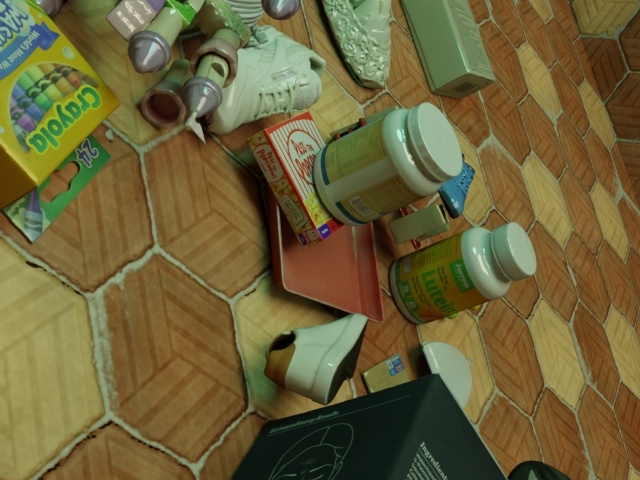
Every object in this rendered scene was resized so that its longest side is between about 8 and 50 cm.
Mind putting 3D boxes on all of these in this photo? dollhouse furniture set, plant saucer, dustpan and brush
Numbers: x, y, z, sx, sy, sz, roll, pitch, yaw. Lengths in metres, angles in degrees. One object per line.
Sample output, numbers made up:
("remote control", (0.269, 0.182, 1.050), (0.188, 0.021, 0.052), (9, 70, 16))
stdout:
("dollhouse furniture set", (0.132, -0.105, 1.610), (0.262, 0.135, 0.259), (-13, 80, -79))
("plant saucer", (0.000, 0.000, 1.452), (0.258, 0.048, 0.259), (23, 51, -45))
("dustpan and brush", (0.252, 0.248, 1.647), (0.211, 0.060, 0.147), (-13, 82, -49))

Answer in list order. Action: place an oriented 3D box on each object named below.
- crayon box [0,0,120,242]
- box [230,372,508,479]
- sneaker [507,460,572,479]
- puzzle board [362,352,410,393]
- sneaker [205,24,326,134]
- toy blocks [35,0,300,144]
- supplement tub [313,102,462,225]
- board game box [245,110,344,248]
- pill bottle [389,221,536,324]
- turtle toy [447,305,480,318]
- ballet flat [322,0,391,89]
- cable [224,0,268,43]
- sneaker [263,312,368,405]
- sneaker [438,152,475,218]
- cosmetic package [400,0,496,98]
("crayon box", (-0.374, -0.184, 1.020), (0.323, 0.083, 0.203), (52, 36, -21))
("box", (0.018, 0.381, 1.019), (0.212, 0.294, 0.395), (57, 35, -14))
("sneaker", (0.293, 0.472, 1.356), (0.483, 0.185, 0.202), (-36, 103, -57))
("puzzle board", (0.120, 0.254, 1.492), (0.128, 0.011, 0.096), (-17, 82, -57))
("sneaker", (-0.081, -0.253, 1.394), (0.152, 0.114, 0.305), (25, 40, 5))
("toy blocks", (-0.200, -0.304, 1.126), (0.288, 0.309, 0.260), (47, 31, -25))
("supplement tub", (0.105, -0.119, 1.363), (0.144, 0.200, 0.144), (33, 45, -41))
("board game box", (-0.024, -0.100, 1.397), (0.193, 0.045, 0.147), (62, 33, -6))
("pill bottle", (0.262, 0.056, 1.596), (0.136, 0.246, 0.136), (32, 46, -40))
("turtle toy", (0.272, 0.103, 1.743), (0.095, 0.066, 0.130), (50, 37, -22))
("ballet flat", (0.065, -0.514, 1.784), (0.147, 0.147, 0.408), (-25, 92, -56))
("cable", (-0.191, -0.437, 1.358), (0.257, 0.089, 0.257), (15, 40, -33))
("sneaker", (-0.005, 0.157, 1.305), (0.290, 0.123, 0.105), (-17, 122, -75))
("sneaker", (0.262, -0.117, 1.687), (0.209, 0.082, 0.069), (-91, 158, -59))
("cosmetic package", (0.304, -0.514, 2.130), (0.160, 0.113, 0.309), (0, 69, -54))
